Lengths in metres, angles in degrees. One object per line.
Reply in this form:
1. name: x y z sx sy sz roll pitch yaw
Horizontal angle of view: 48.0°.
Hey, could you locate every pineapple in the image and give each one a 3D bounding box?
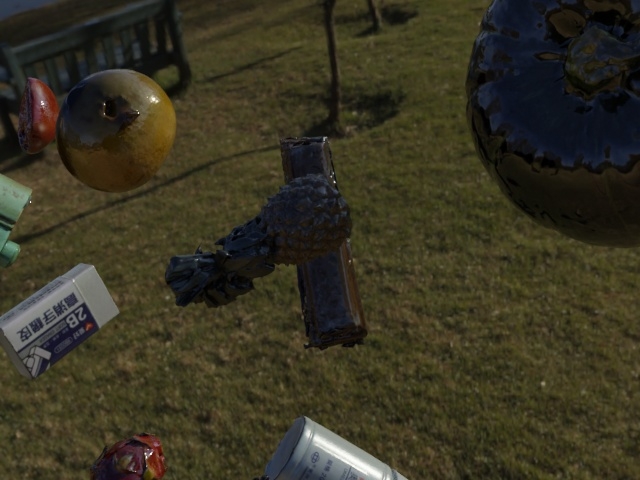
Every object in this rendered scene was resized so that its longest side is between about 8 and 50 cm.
1. pineapple: -0.053 0.005 0.596 0.159 0.074 0.074 -30 36 -7

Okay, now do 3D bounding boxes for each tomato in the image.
1. tomato: -0.638 -0.271 1.641 0.082 0.166 0.174 3 53 -32

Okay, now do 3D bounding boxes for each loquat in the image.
1. loquat: -0.246 -0.132 0.869 0.137 0.163 0.163 13 30 -15

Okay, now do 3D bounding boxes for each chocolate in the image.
1. chocolate: 0.005 -0.002 1.069 0.102 0.329 0.065 -6 -9 -22

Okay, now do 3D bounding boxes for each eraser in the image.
1. eraser: -0.502 0.151 1.373 0.068 0.124 0.210 5 36 43

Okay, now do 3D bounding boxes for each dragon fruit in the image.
1. dragon fruit: -0.347 0.456 1.248 0.125 0.125 0.246 10 75 2

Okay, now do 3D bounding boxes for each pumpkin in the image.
1. pumpkin: 0.300 -0.151 0.707 0.323 0.323 0.241 22 15 39

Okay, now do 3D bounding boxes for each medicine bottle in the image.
1. medicine bottle: 0.050 0.580 1.706 0.332 0.190 0.190 32 39 -6

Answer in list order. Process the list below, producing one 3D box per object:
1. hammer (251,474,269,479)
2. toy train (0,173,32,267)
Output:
1. hammer: -0.113 0.590 1.518 0.065 0.021 0.178 -19 73 -12
2. toy train: -0.577 -0.070 1.079 0.116 0.285 0.177 -32 36 50
